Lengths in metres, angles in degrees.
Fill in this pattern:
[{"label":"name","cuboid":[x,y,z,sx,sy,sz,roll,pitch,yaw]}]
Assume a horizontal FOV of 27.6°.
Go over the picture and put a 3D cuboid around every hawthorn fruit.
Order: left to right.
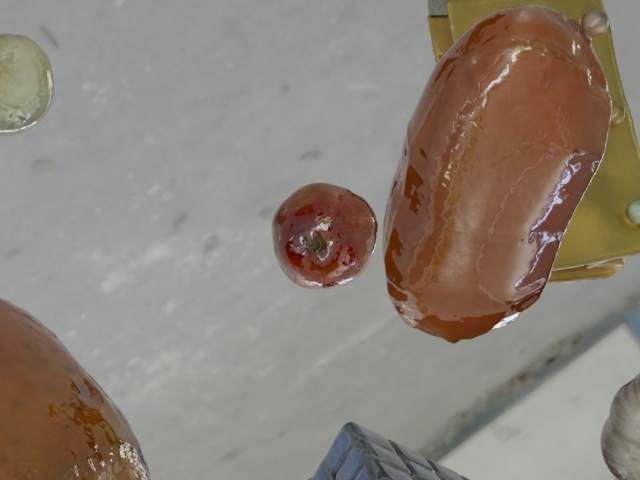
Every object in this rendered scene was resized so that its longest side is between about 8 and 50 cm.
[{"label":"hawthorn fruit","cuboid":[-0.393,0.276,1.304,0.472,0.472,0.472,-31,159,-13]},{"label":"hawthorn fruit","cuboid":[0.007,0.000,1.471,0.125,0.140,0.125,-7,109,-20]}]

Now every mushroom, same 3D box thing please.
[{"label":"mushroom","cuboid":[-0.455,-0.222,1.853,0.154,0.122,0.154,-10,107,-35]}]

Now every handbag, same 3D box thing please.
[{"label":"handbag","cuboid":[0.306,-0.142,1.792,0.283,0.401,0.133,-7,170,-26]}]

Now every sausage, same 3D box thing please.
[{"label":"sausage","cuboid":[0.115,-0.043,0.910,0.133,0.133,0.258,-19,138,-39]}]

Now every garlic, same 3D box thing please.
[{"label":"garlic","cuboid":[0.306,0.166,1.075,0.147,0.159,0.102,-4,-162,17]}]

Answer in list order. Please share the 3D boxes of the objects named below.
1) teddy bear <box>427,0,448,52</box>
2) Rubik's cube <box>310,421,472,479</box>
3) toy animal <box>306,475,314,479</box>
[{"label":"teddy bear","cuboid":[0.292,-0.352,2.120,0.236,0.267,0.151,-29,146,-15]},{"label":"Rubik's cube","cuboid":[0.087,0.345,1.197,0.237,0.238,0.237,-61,-161,5]},{"label":"toy animal","cuboid":[0.050,0.363,1.839,0.156,0.156,0.230,-35,-171,-2]}]
